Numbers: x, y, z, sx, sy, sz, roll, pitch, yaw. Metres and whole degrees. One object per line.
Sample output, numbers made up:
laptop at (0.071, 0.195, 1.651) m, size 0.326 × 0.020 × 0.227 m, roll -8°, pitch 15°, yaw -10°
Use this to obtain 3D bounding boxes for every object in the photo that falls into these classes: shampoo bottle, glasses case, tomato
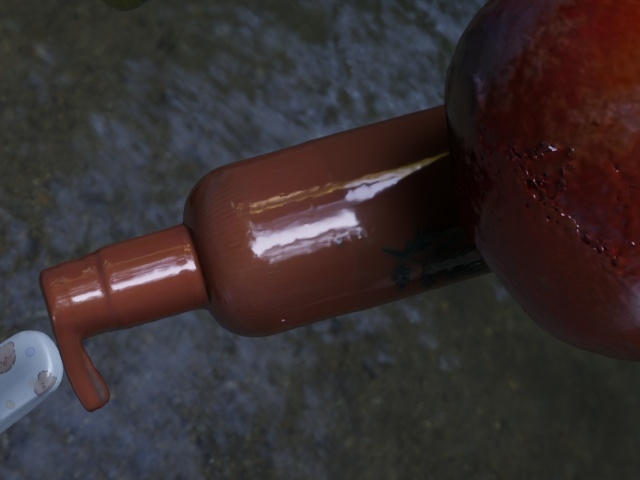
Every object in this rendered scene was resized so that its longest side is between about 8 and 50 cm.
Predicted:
shampoo bottle at (0.000, -0.002, 0.494) m, size 0.244 × 0.085 × 0.085 m, roll -18°, pitch 64°, yaw -11°
glasses case at (-0.300, 0.142, 1.008) m, size 0.063 × 0.164 × 0.041 m, roll 60°, pitch 18°, yaw 17°
tomato at (0.099, -0.059, 0.382) m, size 0.099 × 0.173 × 0.189 m, roll 19°, pitch 68°, yaw -9°

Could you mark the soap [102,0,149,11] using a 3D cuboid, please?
soap at (-0.109, -0.204, 0.718) m, size 0.045 × 0.140 × 0.089 m, roll -19°, pitch 91°, yaw -46°
